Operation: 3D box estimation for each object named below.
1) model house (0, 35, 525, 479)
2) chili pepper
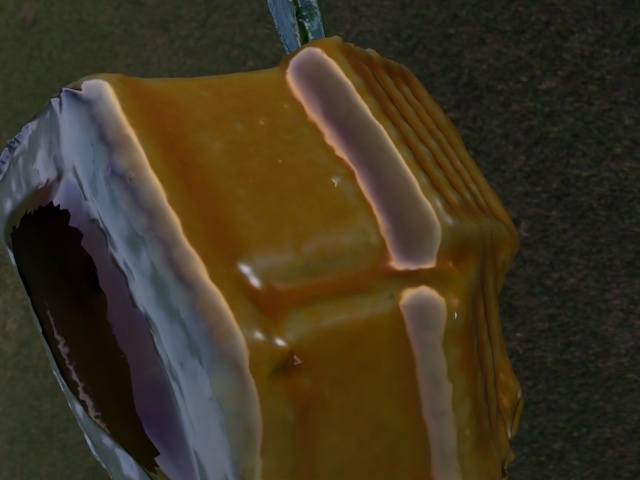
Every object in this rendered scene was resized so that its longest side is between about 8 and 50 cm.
[{"bbox_3d":[-0.004,0.016,0.458,0.268,0.239,0.173,61,144,21],"label":"model house"},{"bbox_3d":[-0.023,-0.253,1.323,0.088,0.059,0.227,-11,92,36],"label":"chili pepper"}]
